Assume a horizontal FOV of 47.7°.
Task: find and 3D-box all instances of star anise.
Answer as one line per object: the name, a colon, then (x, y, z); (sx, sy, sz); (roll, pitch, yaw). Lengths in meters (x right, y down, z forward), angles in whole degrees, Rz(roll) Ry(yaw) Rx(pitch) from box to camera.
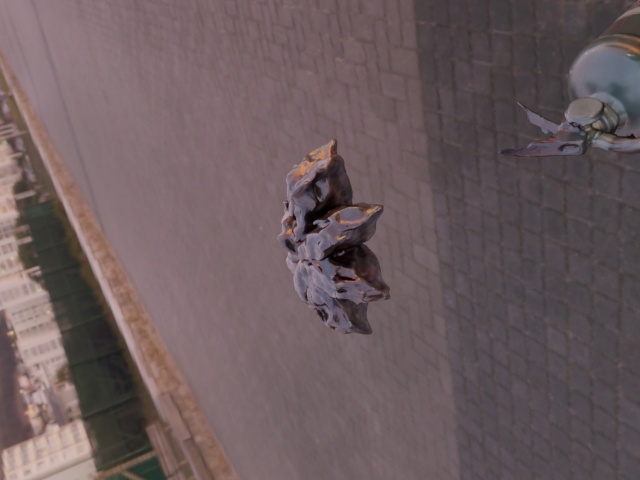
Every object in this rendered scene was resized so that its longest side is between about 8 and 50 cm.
star anise: (0.000, -0.001, 0.890); (0.223, 0.109, 0.236); (-136, 40, -72)

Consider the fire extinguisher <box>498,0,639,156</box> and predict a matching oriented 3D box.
fire extinguisher: (0.255, -0.139, 0.521); (0.118, 0.294, 0.093); (32, 155, 43)
